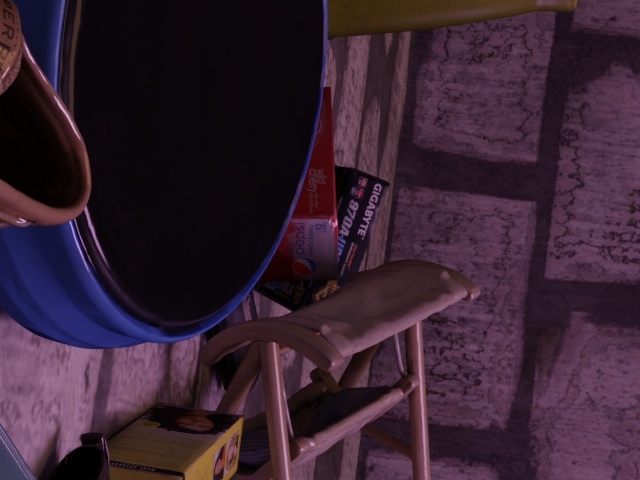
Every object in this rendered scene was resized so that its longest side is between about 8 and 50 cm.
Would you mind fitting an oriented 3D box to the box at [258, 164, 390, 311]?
[{"bbox_3d":[0.000,0.000,1.653,0.220,0.051,0.175,-164,-85,-75],"label":"box"}]

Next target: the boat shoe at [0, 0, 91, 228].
[{"bbox_3d":[-0.180,-0.101,0.609,0.341,0.110,0.121,74,24,-68],"label":"boat shoe"}]

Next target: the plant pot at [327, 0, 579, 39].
[{"bbox_3d":[0.130,-0.390,1.608,0.366,0.353,0.366,7,90,-81],"label":"plant pot"}]

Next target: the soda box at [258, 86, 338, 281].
[{"bbox_3d":[-0.030,-0.066,1.525,0.263,0.092,0.083,-92,-179,-54],"label":"soda box"}]

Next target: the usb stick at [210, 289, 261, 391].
[{"bbox_3d":[-0.095,0.071,1.498,0.278,0.045,0.077,85,14,-54],"label":"usb stick"}]

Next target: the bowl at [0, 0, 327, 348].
[{"bbox_3d":[-0.099,-0.117,0.930,0.391,0.077,0.391,9,90,-67],"label":"bowl"}]

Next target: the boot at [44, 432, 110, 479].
[{"bbox_3d":[-0.185,0.298,1.013,0.263,0.091,0.229,-79,166,-50],"label":"boot"}]

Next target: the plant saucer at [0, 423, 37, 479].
[{"bbox_3d":[-0.191,0.173,0.877,0.067,0.018,0.192,-67,147,-41],"label":"plant saucer"}]

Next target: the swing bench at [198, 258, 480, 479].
[{"bbox_3d":[0.006,0.151,1.424,0.253,0.165,0.254,-19,127,-50],"label":"swing bench"}]

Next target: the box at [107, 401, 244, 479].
[{"bbox_3d":[-0.132,0.194,1.220,0.232,0.087,0.058,-36,133,-80],"label":"box"}]
